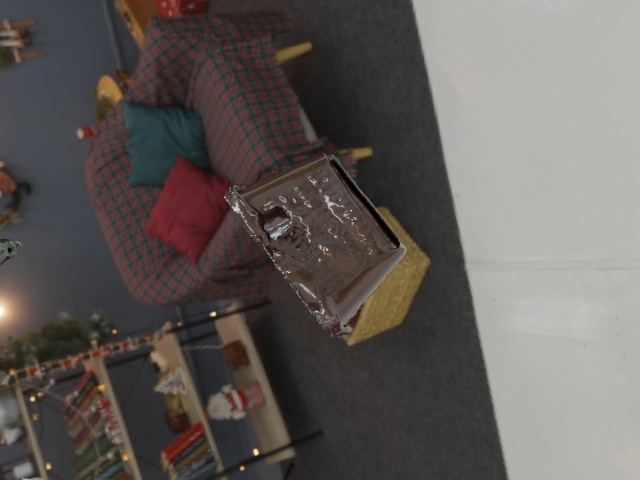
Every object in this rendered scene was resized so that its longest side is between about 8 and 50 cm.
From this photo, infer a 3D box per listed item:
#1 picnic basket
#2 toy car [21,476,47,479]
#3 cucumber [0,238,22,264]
[{"bbox_3d":[0.000,0.000,0.853,0.222,0.129,0.297,52,175,4],"label":"picnic basket"},{"bbox_3d":[-0.417,0.409,1.011,0.257,0.124,0.101,-23,54,41],"label":"toy car"},{"bbox_3d":[-0.303,0.018,0.566,0.037,0.155,0.037,9,110,25],"label":"cucumber"}]
